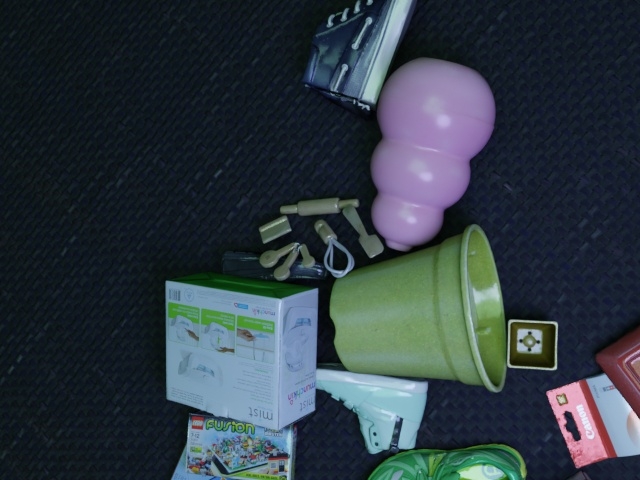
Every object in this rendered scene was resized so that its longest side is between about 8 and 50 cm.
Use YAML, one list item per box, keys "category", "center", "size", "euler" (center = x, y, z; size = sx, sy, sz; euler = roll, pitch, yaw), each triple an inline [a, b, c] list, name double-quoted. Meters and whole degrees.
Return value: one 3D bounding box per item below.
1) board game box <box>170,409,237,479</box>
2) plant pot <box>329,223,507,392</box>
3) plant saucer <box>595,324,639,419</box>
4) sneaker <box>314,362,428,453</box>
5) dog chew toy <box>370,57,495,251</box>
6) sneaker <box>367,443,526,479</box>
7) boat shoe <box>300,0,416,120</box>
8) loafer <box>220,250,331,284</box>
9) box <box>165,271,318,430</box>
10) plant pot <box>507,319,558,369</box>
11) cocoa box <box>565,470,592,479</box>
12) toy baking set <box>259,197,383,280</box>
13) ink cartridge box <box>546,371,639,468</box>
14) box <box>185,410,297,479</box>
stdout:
- category: "board game box"
  center: [-0.211, 0.457, 1.381]
  size: [0.145, 0.027, 0.281]
  euler: [24, 92, 14]
- category: "plant pot"
  center: [0.164, 0.128, 1.218]
  size: [0.253, 0.276, 0.276]
  euler: [-10, 84, 24]
- category: "plant saucer"
  center: [0.621, 0.221, 1.127]
  size: [0.258, 0.047, 0.259]
  euler: [-38, 68, 15]
- category: "sneaker"
  center: [0.060, 0.309, 1.296]
  size: [0.255, 0.094, 0.151]
  euler: [7, 91, 14]
- category: "dog chew toy"
  center: [0.179, -0.144, 1.252]
  size: [0.206, 0.206, 0.332]
  euler: [17, 99, 13]
- category: "sneaker"
  center: [0.208, 0.420, 1.238]
  size: [0.295, 0.123, 0.110]
  euler: [-18, 83, 12]
- category: "boat shoe"
  center: [0.080, -0.408, 1.318]
  size: [0.158, 0.127, 0.341]
  euler: [20, 92, 6]
- category: "loafer"
  center: [-0.086, 0.063, 1.358]
  size: [0.223, 0.076, 0.078]
  euler: [3, 92, 18]
- category: "box"
  center: [-0.146, 0.190, 1.277]
  size: [0.261, 0.126, 0.231]
  euler: [5, 99, 32]
- category: "plant pot"
  center: [0.366, 0.178, 1.239]
  size: [0.081, 0.083, 0.082]
  euler: [2, 88, 13]
- category: "cocoa box"
  center: [0.444, 0.594, 1.119]
  size: [0.231, 0.228, 0.347]
  euler: [-36, 80, 8]
- category: "toy baking set"
  center: [0.000, -0.005, 1.303]
  size: [0.256, 0.030, 0.197]
  euler: [-7, 47, 20]
- category: "ink cartridge box"
  center: [0.502, 0.299, 1.221]
  size: [0.179, 0.045, 0.145]
  euler: [-21, 81, 8]
- category: "box"
  center: [-0.149, 0.389, 1.339]
  size: [0.206, 0.036, 0.114]
  euler: [2, 86, 13]
